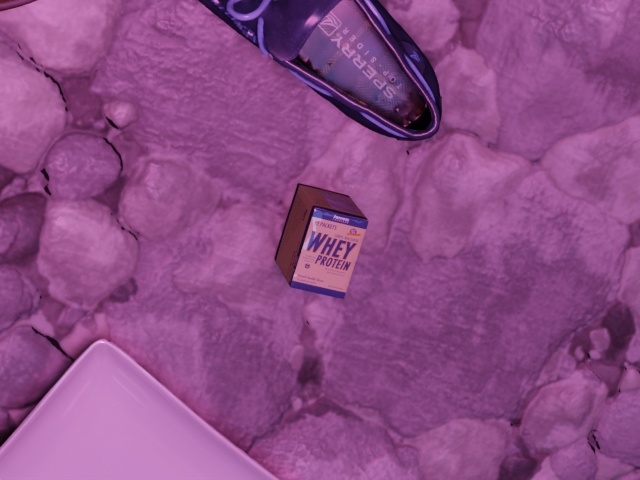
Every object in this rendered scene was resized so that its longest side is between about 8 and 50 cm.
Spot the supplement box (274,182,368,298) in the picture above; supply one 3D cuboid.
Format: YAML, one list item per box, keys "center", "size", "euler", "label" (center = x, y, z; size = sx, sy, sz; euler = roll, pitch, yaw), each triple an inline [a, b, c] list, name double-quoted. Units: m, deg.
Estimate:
- center: [0.000, 0.000, 1.544]
  size: [0.056, 0.083, 0.083]
  euler: [13, 105, -16]
  label: "supplement box"

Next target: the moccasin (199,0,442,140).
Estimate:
- center: [-0.007, -0.217, 1.451]
  size: [0.342, 0.117, 0.138]
  euler: [34, 98, -21]
  label: "moccasin"

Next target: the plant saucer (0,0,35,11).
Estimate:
- center: [-0.271, -0.310, 1.325]
  size: [0.310, 0.050, 0.310]
  euler: [-19, 138, -18]
  label: "plant saucer"

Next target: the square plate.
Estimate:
- center: [-0.211, 0.314, 1.619]
  size: [0.344, 0.049, 0.347]
  euler: [42, 95, -21]
  label: "square plate"
